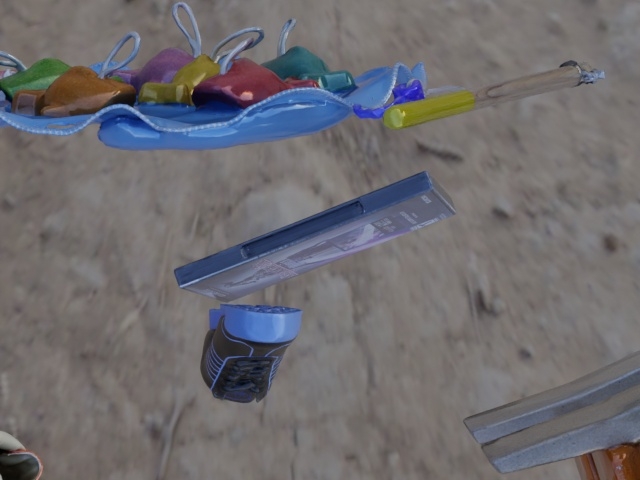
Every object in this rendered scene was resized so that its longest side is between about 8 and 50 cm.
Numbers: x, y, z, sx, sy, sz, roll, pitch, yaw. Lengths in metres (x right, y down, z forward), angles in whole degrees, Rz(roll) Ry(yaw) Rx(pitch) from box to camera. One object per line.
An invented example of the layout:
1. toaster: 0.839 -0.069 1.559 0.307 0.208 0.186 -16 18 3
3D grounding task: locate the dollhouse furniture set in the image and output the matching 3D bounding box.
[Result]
1. dollhouse furniture set: 0.124 0.190 0.791 0.135 0.259 0.262 -19 93 0

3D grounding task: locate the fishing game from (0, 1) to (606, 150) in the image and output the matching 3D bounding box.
1. fishing game: -0.055 -0.059 0.619 0.264 0.189 0.041 5 102 36

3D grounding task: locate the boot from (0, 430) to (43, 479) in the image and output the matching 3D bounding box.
1. boot: -0.176 0.138 0.941 0.084 0.158 0.059 -20 71 4

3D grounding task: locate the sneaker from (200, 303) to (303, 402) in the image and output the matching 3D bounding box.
1. sneaker: -0.066 0.107 1.692 0.081 0.232 0.090 4 85 -9

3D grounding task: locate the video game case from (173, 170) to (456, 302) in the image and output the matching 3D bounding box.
1. video game case: 0.000 0.000 1.882 0.274 0.196 0.026 -22 80 8
